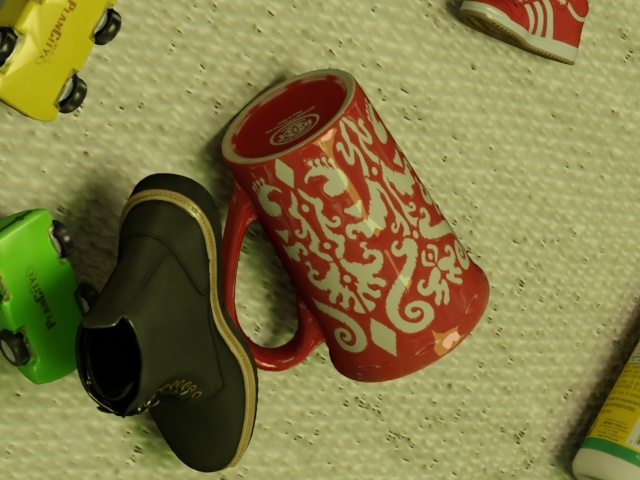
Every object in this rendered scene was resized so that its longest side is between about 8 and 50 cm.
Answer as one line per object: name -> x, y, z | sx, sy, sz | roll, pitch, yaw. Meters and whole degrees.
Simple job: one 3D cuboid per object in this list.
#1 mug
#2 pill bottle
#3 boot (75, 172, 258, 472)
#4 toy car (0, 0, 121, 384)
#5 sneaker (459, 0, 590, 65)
mug -> 0.008, 0.000, 1.164 | 0.150, 0.113, 0.169 | -46, 123, -25
pill bottle -> 0.283, 0.110, 1.422 | 0.117, 0.117, 0.208 | 41, 74, -39
boot -> -0.094, 0.081, 1.072 | 0.137, 0.077, 0.198 | -69, 152, -54
toy car -> -0.184, -0.024, 1.030 | 0.239, 0.053, 0.225 | -35, 122, -28
sneaker -> 0.140, -0.162, 1.278 | 0.118, 0.042, 0.067 | 15, 95, -49
